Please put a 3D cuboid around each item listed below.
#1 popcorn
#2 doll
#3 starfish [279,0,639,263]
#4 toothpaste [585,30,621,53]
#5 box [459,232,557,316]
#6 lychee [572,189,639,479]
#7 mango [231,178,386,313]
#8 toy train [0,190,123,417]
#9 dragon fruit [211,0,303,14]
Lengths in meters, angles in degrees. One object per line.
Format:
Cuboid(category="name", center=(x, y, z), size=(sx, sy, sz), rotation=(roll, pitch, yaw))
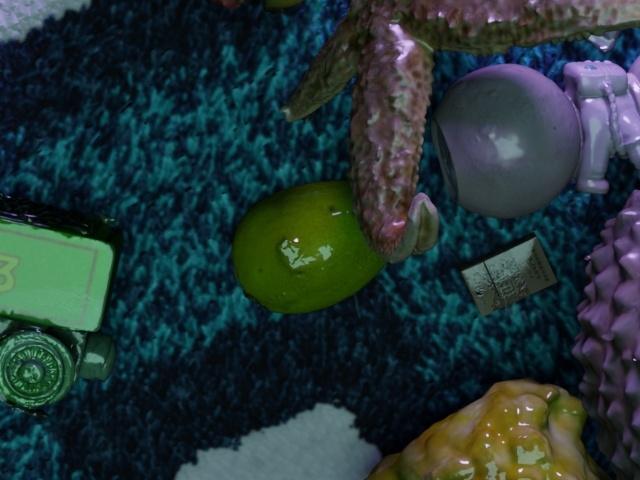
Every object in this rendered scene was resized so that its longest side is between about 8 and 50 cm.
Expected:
Cuboid(category="popcorn", center=(0.181, 0.279, 1.271), size=(0.241, 0.235, 0.250), rotation=(-41, 77, 35))
Cuboid(category="doll", center=(0.249, -0.114, 1.230), size=(0.287, 0.151, 0.151), rotation=(-15, 102, -1))
Cuboid(category="starfish", center=(0.131, -0.206, 1.157), size=(0.432, 0.324, 0.082), rotation=(-49, 139, 12))
Cuboid(category="toothpaste", center=(0.310, -0.305, 1.231), size=(0.069, 0.047, 0.268), rotation=(26, 104, -25))
Cuboid(category="box", center=(0.185, 0.034, 1.318), size=(0.083, 0.024, 0.053), rotation=(-27, 101, 4))
Cuboid(category="lychee", center=(0.418, 0.117, 1.168), size=(0.380, 0.380, 0.432), rotation=(-38, 87, 8))
Cuboid(category="mango", center=(0.000, 0.000, 1.273), size=(0.178, 0.100, 0.119), rotation=(-26, 99, -2))
Cuboid(category="toy train", center=(-0.308, 0.052, 1.269), size=(0.243, 0.132, 0.188), rotation=(11, 98, -5))
Cuboid(category="dragon fruit", center=(-0.099, -0.305, 1.114), size=(0.305, 0.305, 0.226), rotation=(14, 109, -3))
